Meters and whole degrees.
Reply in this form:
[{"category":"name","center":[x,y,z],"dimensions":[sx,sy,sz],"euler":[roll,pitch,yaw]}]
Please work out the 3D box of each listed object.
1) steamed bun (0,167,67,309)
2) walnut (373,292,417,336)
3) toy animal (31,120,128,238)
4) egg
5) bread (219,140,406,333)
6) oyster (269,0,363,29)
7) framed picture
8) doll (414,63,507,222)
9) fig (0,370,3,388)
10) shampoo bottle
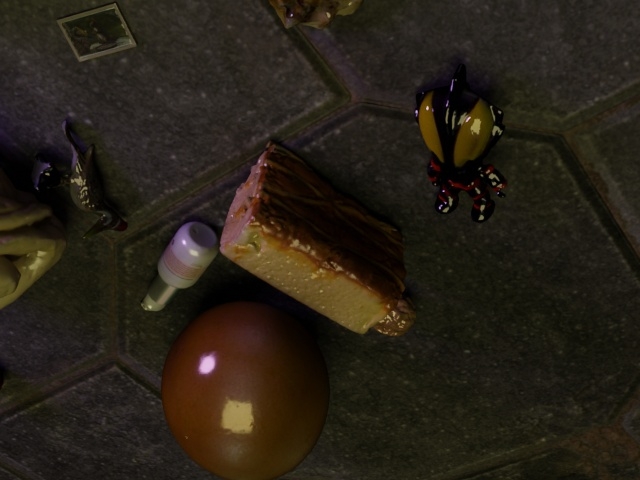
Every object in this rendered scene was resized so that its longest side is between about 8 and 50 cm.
[{"category":"steamed bun","center":[-0.580,-0.010,1.159],"dimensions":[0.372,0.230,0.325],"euler":[34,142,-29]},{"category":"walnut","center":[0.119,0.120,1.347],"dimensions":[0.096,0.082,0.079],"euler":[26,160,-11]},{"category":"toy animal","center":[-0.359,-0.079,1.206],"dimensions":[0.105,0.070,0.202],"euler":[-40,127,-7]},{"category":"egg","center":[-0.123,0.260,1.350],"dimensions":[0.283,0.282,0.351],"euler":[-6,135,9]},{"category":"bread","center":[0.000,0.000,1.176],"dimensions":[0.275,0.184,0.114],"euler":[34,130,-23]},{"category":"oyster","center":[0.001,-0.347,0.933],"dimensions":[0.214,0.083,0.223],"euler":[-14,136,19]},{"category":"framed picture","center":[-0.298,-0.278,1.060],"dimensions":[0.089,0.006,0.066],"euler":[-11,130,13]},{"category":"doll","center":[0.198,-0.129,1.110],"dimensions":[0.127,0.088,0.248],"euler":[-2,135,6]},{"category":"fig","center":[-0.682,0.262,1.538],"dimensions":[0.125,0.089,0.089],"euler":[33,131,11]},{"category":"shampoo bottle","center":[-0.235,0.050,1.308],"dimensions":[0.074,0.074,0.192],"euler":[25,130,-18]}]
